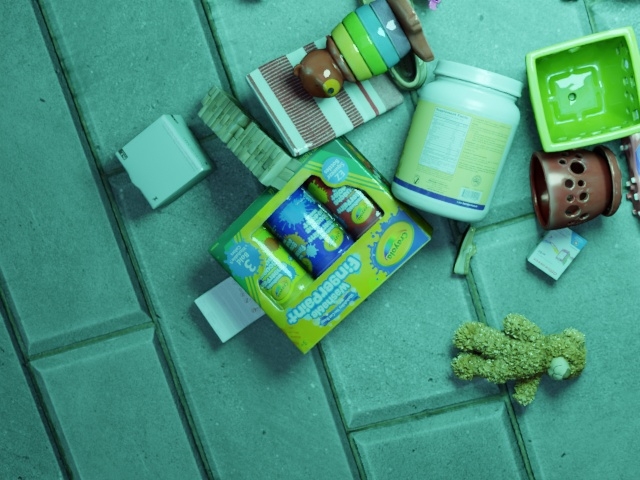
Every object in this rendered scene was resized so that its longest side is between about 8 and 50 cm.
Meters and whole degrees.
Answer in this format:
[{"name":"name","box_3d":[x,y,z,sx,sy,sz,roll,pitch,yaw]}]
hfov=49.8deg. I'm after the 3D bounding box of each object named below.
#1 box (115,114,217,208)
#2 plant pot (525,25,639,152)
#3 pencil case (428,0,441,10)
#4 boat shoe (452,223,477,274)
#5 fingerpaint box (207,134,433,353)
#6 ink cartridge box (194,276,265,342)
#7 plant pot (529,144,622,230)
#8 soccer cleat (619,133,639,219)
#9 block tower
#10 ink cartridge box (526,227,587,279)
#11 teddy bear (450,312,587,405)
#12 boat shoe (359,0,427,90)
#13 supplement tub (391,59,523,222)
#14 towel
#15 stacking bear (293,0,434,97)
[{"name":"box","box_3d":[-0.407,-0.210,1.829,0.182,0.119,0.181,-34,92,15]},{"name":"plant pot","box_3d":[0.586,-0.334,1.559,0.228,0.207,0.227,-12,98,13]},{"name":"pencil case","box_3d":[0.295,-0.663,1.602,0.104,0.104,0.236,32,114,5]},{"name":"boat shoe","box_3d":[0.374,0.025,1.749,0.045,0.050,0.135,15,112,5]},{"name":"fingerpaint box","box_3d":[0.000,0.000,1.758,0.445,0.163,0.371,-43,89,15]},{"name":"ink cartridge box","box_3d":[-0.237,0.174,1.912,0.179,0.045,0.145,-34,91,-3]},{"name":"plant pot","box_3d":[0.594,-0.126,1.608,0.174,0.191,0.191,-7,98,4]},{"name":"soccer cleat","box_3d":[0.767,-0.163,1.620,0.095,0.083,0.248,-12,94,9]},{"name":"block tower","box_3d":[-0.179,-0.253,1.704,0.091,0.097,0.335,-50,54,11]},{"name":"ink cartridge box","box_3d":[0.581,0.023,1.702,0.088,0.052,0.122,34,106,4]},{"name":"teddy bear","box_3d":[0.495,0.296,1.738,0.338,0.113,0.245,19,105,8]},{"name":"boat shoe","box_3d":[0.174,-0.530,1.658,0.121,0.110,0.341,-22,95,14]},{"name":"supplement tub","box_3d":[0.321,-0.231,1.614,0.241,0.241,0.331,18,102,8]},{"name":"towel","box_3d":[0.012,-0.361,1.654,0.329,0.037,0.237,-30,83,-21]},{"name":"stacking bear","box_3d":[0.081,-0.423,1.551,0.289,0.175,0.164,-30,59,10]}]
